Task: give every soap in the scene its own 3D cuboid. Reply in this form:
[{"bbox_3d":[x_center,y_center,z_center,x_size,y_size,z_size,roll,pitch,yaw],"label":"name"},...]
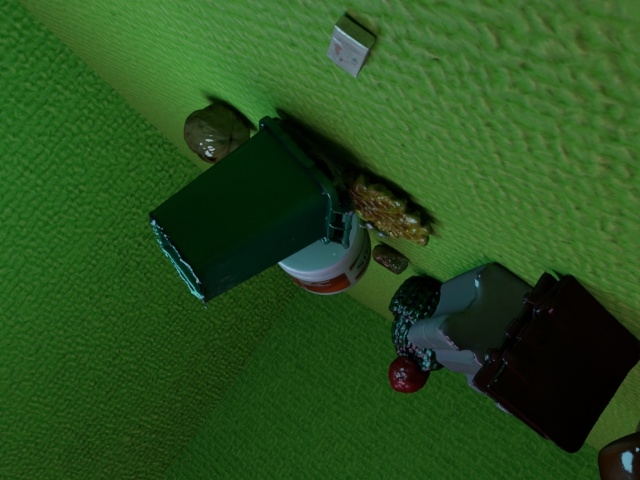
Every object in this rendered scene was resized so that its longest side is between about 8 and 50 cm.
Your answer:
[{"bbox_3d":[0.418,0.241,1.549,0.350,0.213,0.435,37,173,7],"label":"soap"}]

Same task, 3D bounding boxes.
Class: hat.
[{"bbox_3d":[0.294,0.290,1.922,0.274,0.332,0.242,26,169,41],"label":"hat"}]

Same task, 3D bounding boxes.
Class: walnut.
[{"bbox_3d":[-0.269,-0.274,1.688,0.184,0.155,0.155,20,163,47],"label":"walnut"}]

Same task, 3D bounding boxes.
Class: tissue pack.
[{"bbox_3d":[0.039,-0.259,0.882,0.056,0.023,0.108,36,172,-3],"label":"tissue pack"}]

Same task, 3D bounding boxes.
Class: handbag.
[{"bbox_3d":[0.439,0.229,1.214,0.275,0.260,0.084,41,173,-25],"label":"handbag"}]

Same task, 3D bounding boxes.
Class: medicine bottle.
[{"bbox_3d":[0.000,0.000,1.748,0.253,0.252,0.241,33,173,20],"label":"medicine bottle"}]

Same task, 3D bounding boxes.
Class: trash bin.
[{"bbox_3d":[-0.142,-0.043,1.411,0.295,0.381,0.259,49,162,19],"label":"trash bin"}]

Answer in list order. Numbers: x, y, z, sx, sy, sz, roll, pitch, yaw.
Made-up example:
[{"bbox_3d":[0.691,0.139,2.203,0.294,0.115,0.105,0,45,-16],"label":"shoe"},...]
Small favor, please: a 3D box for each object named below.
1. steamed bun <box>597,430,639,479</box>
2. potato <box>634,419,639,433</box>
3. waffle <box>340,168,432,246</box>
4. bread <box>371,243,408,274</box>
[{"bbox_3d":[0.644,0.437,1.130,0.380,0.234,0.248,4,154,-30],"label":"steamed bun"},{"bbox_3d":[0.872,0.583,1.652,0.243,0.242,0.285,38,175,-17],"label":"potato"},{"bbox_3d":[0.132,-0.075,1.468,0.281,0.060,0.262,31,168,23],"label":"waffle"},{"bbox_3d":[0.199,0.051,1.926,0.110,0.060,0.066,33,-159,25],"label":"bread"}]
